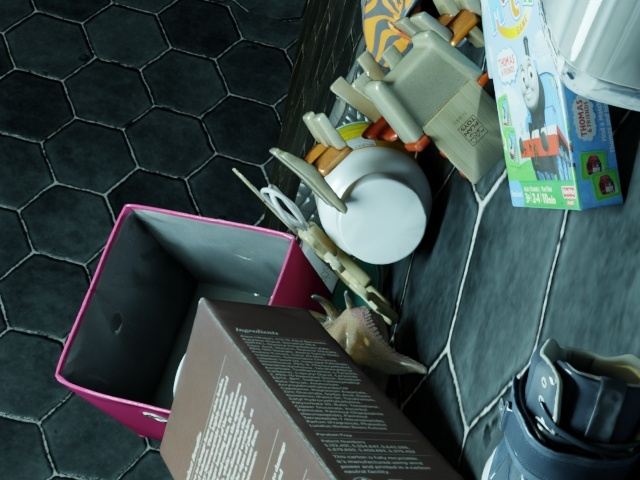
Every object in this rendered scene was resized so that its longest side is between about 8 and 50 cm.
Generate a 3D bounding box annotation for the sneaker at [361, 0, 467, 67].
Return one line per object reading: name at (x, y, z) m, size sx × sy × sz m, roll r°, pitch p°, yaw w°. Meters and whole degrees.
sneaker at (0.121, -0.290, 1.468) m, size 0.321 × 0.124 × 0.180 m, roll 116°, pitch 167°, yaw -55°

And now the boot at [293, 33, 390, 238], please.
boot at (0.058, -0.170, 1.827) m, size 0.338 × 0.118 × 0.223 m, roll -63°, pitch 7°, yaw 8°

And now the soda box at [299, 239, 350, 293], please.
soda box at (-0.009, 0.053, 1.951) m, size 0.216 × 0.074 × 0.069 m, roll 114°, pitch 168°, yaw -48°

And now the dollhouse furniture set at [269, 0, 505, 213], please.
dollhouse furniture set at (0.097, -0.134, 1.205) m, size 0.262 × 0.135 × 0.259 m, roll -46°, pitch 12°, yaw -2°

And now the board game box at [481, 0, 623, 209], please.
board game box at (0.169, -0.131, 0.886) m, size 0.160 × 0.039 × 0.211 m, roll -163°, pitch 64°, yaw -82°

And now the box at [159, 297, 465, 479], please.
box at (-0.020, 0.220, 1.095) m, size 0.381 × 0.143 × 0.191 m, roll 43°, pitch 121°, yaw 56°

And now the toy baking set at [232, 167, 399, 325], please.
toy baking set at (0.002, 0.003, 1.423) m, size 0.030 × 0.256 × 0.197 m, roll -45°, pitch -20°, yaw -2°

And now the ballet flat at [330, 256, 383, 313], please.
ballet flat at (0.043, 0.107, 1.562) m, size 0.070 × 0.070 × 0.188 m, roll -126°, pitch 55°, yaw -80°

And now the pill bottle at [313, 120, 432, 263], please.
pill bottle at (0.062, -0.057, 1.424) m, size 0.245 × 0.136 × 0.136 m, roll -103°, pitch 28°, yaw -72°

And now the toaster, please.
toaster at (0.205, -0.175, 0.690) m, size 0.227 × 0.129 × 0.146 m, roll -88°, pitch 10°, yaw -47°

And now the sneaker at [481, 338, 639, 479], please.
sneaker at (0.142, 0.161, 0.671) m, size 0.226 × 0.086 × 0.163 m, roll -83°, pitch 8°, yaw -48°

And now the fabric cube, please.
fabric cube at (-0.146, 0.136, 1.536) m, size 0.258 × 0.254 × 0.259 m, roll 59°, pitch -133°, yaw -59°

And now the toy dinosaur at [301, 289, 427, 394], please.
toy dinosaur at (0.036, 0.132, 1.363) m, size 0.295 × 0.127 × 0.200 m, roll 132°, pitch 159°, yaw -62°

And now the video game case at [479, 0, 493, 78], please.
video game case at (0.169, -0.327, 1.084) m, size 0.269 × 0.061 × 0.244 m, roll -84°, pitch -15°, yaw -48°
